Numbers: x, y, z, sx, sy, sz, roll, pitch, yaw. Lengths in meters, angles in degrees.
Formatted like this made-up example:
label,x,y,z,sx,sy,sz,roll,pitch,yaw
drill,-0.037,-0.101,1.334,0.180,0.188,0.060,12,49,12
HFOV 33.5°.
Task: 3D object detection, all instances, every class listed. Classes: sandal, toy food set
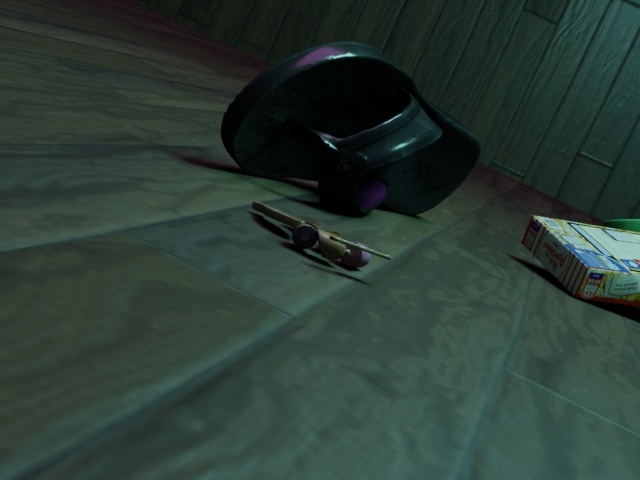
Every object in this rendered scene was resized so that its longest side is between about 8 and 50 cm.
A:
label,x,y,z,sx,sy,sz,roll,pitch,yaw
sandal,0.071,-0.096,1.133,0.107,0.167,0.445,50,21,27
toy food set,0.000,0.000,0.838,0.078,0.019,0.122,19,4,-31

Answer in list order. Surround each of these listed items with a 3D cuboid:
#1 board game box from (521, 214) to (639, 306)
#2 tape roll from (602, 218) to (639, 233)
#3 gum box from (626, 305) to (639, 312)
label,x,y,z,sx,sy,sz,roll,pitch,yaw
board game box,0.373,0.029,1.344,0.193,0.045,0.147,8,24,-22
tape roll,0.623,0.022,1.739,0.321,0.077,0.321,7,-3,0
gum box,0.441,0.068,1.472,0.157,0.041,0.184,29,10,24
